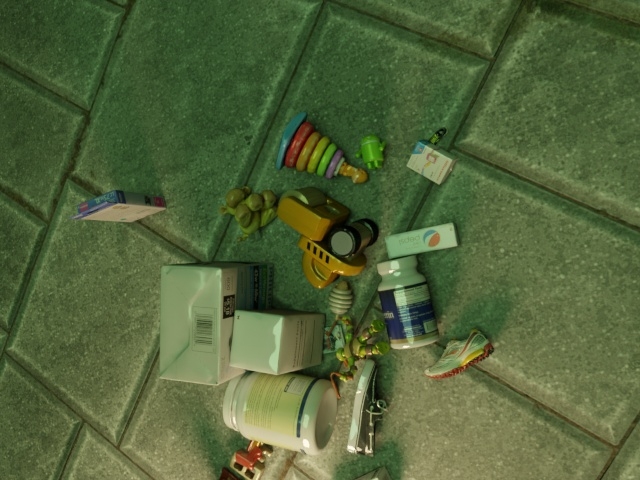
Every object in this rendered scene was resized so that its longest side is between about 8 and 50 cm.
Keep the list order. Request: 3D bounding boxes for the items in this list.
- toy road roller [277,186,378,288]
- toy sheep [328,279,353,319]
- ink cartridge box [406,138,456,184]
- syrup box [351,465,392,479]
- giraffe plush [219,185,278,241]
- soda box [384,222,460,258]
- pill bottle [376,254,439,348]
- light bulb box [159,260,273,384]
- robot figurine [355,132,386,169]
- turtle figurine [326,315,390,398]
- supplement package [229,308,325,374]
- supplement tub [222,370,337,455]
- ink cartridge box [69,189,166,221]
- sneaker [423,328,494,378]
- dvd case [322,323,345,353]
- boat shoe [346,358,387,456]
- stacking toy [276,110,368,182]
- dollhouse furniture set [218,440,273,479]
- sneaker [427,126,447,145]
[{"bbox_3d":[0.000,0.000,1.686,0.329,0.202,0.241,35,114,17],"label":"toy road roller"},{"bbox_3d":[0.066,0.195,1.716,0.091,0.091,0.132,7,94,22],"label":"toy sheep"},{"bbox_3d":[0.340,-0.240,1.605,0.122,0.052,0.089,32,120,18],"label":"ink cartridge box"},{"bbox_3d":[0.121,0.831,1.697,0.236,0.093,0.096,-33,79,20],"label":"syrup box"},{"bbox_3d":[-0.262,-0.117,1.829,0.170,0.181,0.210,46,141,26],"label":"giraffe plush"},{"bbox_3d":[0.314,0.001,1.621,0.216,0.069,0.074,-12,86,23],"label":"soda box"},{"bbox_3d":[0.260,0.185,1.601,0.153,0.153,0.265,-14,84,22],"label":"pill bottle"},{"bbox_3d":[-0.331,0.250,1.734,0.225,0.361,0.358,2,91,21],"label":"light bulb box"},{"bbox_3d":[0.165,-0.286,1.680,0.101,0.067,0.115,-13,85,34],"label":"robot figurine"},{"bbox_3d":[0.118,0.347,1.643,0.217,0.087,0.270,-33,42,40],"label":"turtle figurine"},{"bbox_3d":[-0.130,0.313,1.674,0.177,0.293,0.176,3,85,27],"label":"supplement package"},{"bbox_3d":[-0.129,0.548,1.722,0.324,0.235,0.236,5,93,22],"label":"supplement tub"},{"bbox_3d":[-0.739,-0.124,1.925,0.185,0.311,0.065,-17,85,21],"label":"ink cartridge box"},{"bbox_3d":[0.409,0.348,1.589,0.225,0.088,0.093,-36,57,19],"label":"sneaker"},{"bbox_3d":[0.024,0.335,1.775,0.119,0.013,0.087,-14,85,21],"label":"dvd case"},{"bbox_3d":[0.160,0.533,1.668,0.104,0.113,0.307,10,88,14],"label":"boat shoe"},{"bbox_3d":[0.018,-0.265,1.712,0.301,0.166,0.175,27,57,3],"label":"stacking toy"},{"bbox_3d":[-0.305,0.808,1.816,0.152,0.201,0.374,27,101,20],"label":"dollhouse furniture set"},{"bbox_3d":[0.355,-0.318,1.618,0.031,0.035,0.083,46,107,16],"label":"sneaker"}]
